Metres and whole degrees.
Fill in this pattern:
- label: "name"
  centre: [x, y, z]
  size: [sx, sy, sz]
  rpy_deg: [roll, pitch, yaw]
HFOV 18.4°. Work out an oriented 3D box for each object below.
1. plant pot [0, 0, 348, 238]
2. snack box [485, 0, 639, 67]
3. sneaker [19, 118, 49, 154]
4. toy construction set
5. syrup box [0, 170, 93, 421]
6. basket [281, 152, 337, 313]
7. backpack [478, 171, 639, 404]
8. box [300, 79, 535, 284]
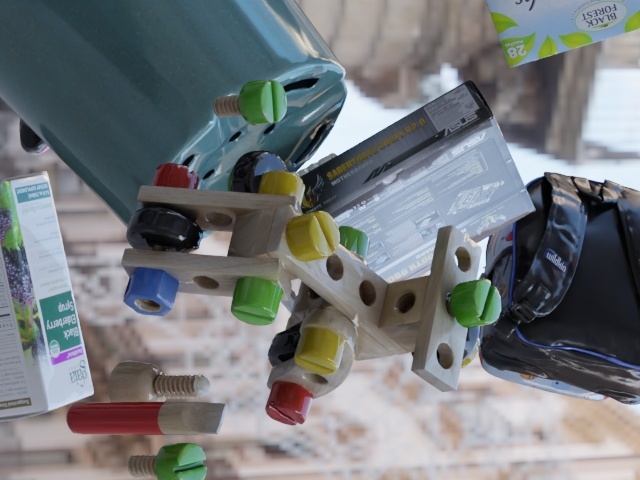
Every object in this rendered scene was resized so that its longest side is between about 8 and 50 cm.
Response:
- label: "plant pot"
  centre: [-0.171, -0.194, 1.900]
  size: [0.334, 0.341, 0.341]
  rpy_deg: [51, -30, 18]
- label: "snack box"
  centre: [0.252, -0.279, 1.884]
  size: [0.070, 0.207, 0.175]
  rpy_deg: [-73, 145, -61]
- label: "sneaker"
  centre: [-0.300, -0.151, 2.083]
  size: [0.057, 0.047, 0.119]
  rpy_deg: [29, 69, -66]
- label: "toy construction set"
  centre: [-0.012, 0.057, 1.473]
  size: [0.237, 0.309, 0.257]
  rpy_deg: [-3, -57, 37]
- label: "syrup box"
  centre: [-0.311, 0.057, 1.996]
  size: [0.093, 0.096, 0.237]
  rpy_deg: [-17, 96, -65]
- label: "basket"
  centre: [0.000, 0.000, 2.128]
  size: [0.113, 0.103, 0.167]
  rpy_deg: [49, -23, 18]
- label: "backpack"
  centre: [0.317, 0.057, 2.432]
  size: [0.213, 0.276, 0.263]
  rpy_deg: [135, -32, -56]
- label: "box"
  centre: [0.081, -0.036, 1.926]
  size: [0.056, 0.231, 0.183]
  rpy_deg: [62, 3, 33]
